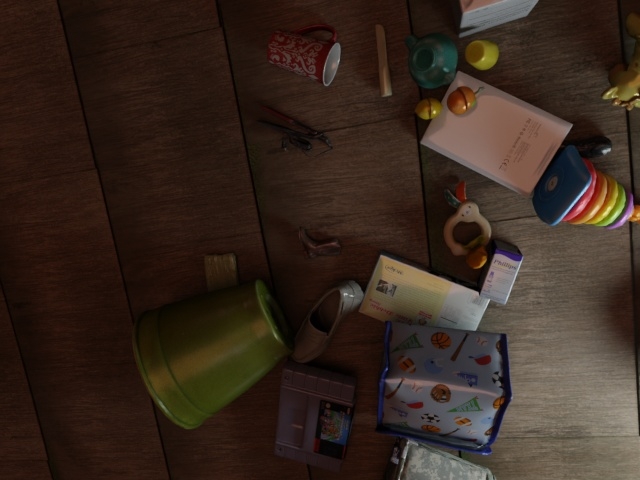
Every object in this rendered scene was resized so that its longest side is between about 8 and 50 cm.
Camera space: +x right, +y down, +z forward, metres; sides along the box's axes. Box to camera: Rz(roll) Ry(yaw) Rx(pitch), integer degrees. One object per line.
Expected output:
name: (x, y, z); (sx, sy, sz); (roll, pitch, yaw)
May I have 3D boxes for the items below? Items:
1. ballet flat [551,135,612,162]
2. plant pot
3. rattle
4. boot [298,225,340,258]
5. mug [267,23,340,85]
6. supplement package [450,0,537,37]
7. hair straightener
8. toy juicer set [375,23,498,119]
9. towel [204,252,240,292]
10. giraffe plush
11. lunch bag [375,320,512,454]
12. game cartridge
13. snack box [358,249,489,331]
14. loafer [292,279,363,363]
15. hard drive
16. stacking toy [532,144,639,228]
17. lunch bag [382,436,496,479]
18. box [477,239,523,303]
ballet flat: (0.640, -0.230, 1.307); (0.173, 0.049, 0.057); (-2, 124, 19)
plant pot: (-0.277, 0.288, 1.484); (0.353, 0.366, 0.366); (-28, 95, 5)
rattle: (0.375, -0.044, 1.354); (0.130, 0.143, 0.199); (1, 109, 31)
boot: (0.000, 0.000, 1.496); (0.114, 0.037, 0.106); (-8, 113, 17)
mug: (-0.039, -0.500, 1.376); (0.169, 0.150, 0.113); (20, 142, 12)
supplement package: (0.378, -0.588, 1.149); (0.175, 0.293, 0.177); (-13, 99, 15)
hair straightener: (-0.076, -0.293, 1.451); (0.231, 0.047, 0.089); (25, 106, 2)
toy juicer set: (0.272, -0.421, 1.319); (0.329, 0.089, 0.209); (24, 114, 32)
towel: (-0.303, 0.111, 1.593); (0.110, 0.027, 0.148); (-4, 102, 14)
giraffe plush: (0.744, -0.394, 1.191); (0.181, 0.210, 0.170); (26, 135, 2)
lunch bag: (0.316, 0.428, 1.403); (0.328, 0.238, 0.385); (8, 136, 10)
game cartridge: (-0.018, 0.545, 1.576); (0.230, 0.068, 0.355); (13, 116, 14)
snack box: (0.288, 0.172, 1.457); (0.322, 0.060, 0.187); (22, 107, 7)
loafer: (-0.002, 0.238, 1.491); (0.112, 0.111, 0.319); (46, 116, 28)
hard drive: (0.440, -0.271, 1.317); (0.308, 0.040, 0.203); (30, 107, 13)
stacking toy: (0.701, -0.094, 1.276); (0.302, 0.175, 0.165); (17, 129, -9)
lunch bag: (0.325, 0.733, 1.505); (0.305, 0.212, 0.256); (19, 89, 7)
box: (0.470, 0.079, 1.362); (0.072, 0.126, 0.137); (18, 105, 10)
